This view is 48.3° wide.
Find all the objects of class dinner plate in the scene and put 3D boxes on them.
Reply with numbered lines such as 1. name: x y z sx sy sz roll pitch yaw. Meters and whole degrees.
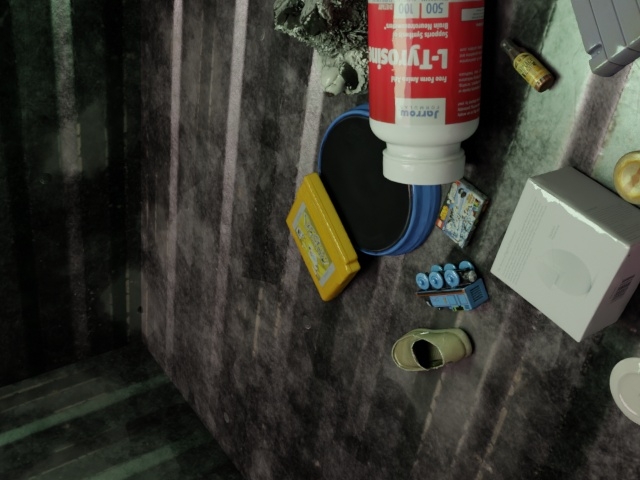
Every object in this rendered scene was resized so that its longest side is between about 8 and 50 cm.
1. dinner plate: 0.607 0.290 1.348 0.141 0.017 0.141 27 125 45

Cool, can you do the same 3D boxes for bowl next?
1. bowl: 0.131 -0.146 1.782 0.391 0.077 0.390 27 125 47

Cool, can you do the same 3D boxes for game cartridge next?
1. game cartridge: 0.000 0.000 1.970 0.285 0.053 0.323 65 164 13
2. game cartridge: 0.477 -0.463 1.102 0.230 0.068 0.354 -33 58 52

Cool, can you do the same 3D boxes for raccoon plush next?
1. raccoon plush: 0.106 -0.543 1.630 0.446 0.299 0.216 -54 37 13

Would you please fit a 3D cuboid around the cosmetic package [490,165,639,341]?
1. cosmetic package: 0.469 0.020 1.321 0.225 0.138 0.224 43 136 35

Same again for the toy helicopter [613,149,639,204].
1. toy helicopter: 0.550 -0.139 0.973 0.355 0.140 0.234 -21 85 58

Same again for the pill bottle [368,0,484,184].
1. pill bottle: 0.212 -0.331 1.457 0.229 0.229 0.407 22 121 49

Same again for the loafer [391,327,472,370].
1. loafer: 0.254 0.271 1.767 0.268 0.092 0.101 -28 80 55

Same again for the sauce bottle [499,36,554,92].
1. sauce bottle: 0.391 -0.338 1.366 0.128 0.042 0.042 54 141 25

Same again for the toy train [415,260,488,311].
1. toy train: 0.297 0.111 1.656 0.184 0.080 0.105 -13 99 55

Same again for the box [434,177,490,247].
1. box: 0.316 -0.064 1.599 0.094 0.027 0.137 46 137 32
